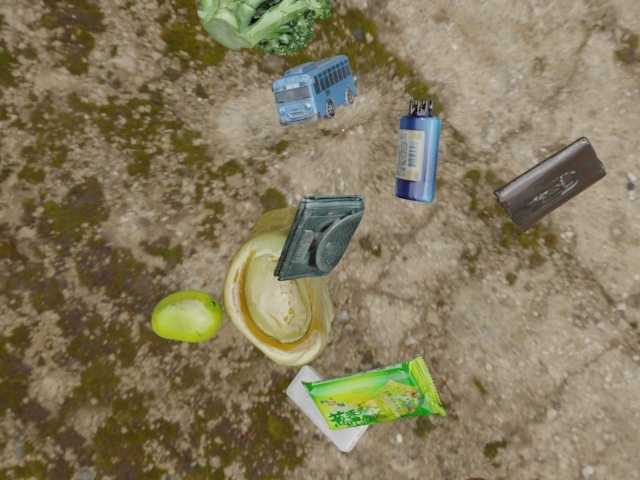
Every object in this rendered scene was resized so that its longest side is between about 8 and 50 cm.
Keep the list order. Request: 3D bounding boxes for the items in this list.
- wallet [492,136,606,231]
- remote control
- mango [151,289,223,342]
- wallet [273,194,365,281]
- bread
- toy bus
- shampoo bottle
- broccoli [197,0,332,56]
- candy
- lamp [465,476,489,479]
[{"bbox_3d":[0.512,-0.122,1.434,0.229,0.049,0.182,-36,138,18],"label":"wallet"},{"bbox_3d":[0.014,0.439,1.708,0.250,0.034,0.103,36,92,38],"label":"remote control"},{"bbox_3d":[-0.292,0.165,1.417,0.163,0.089,0.117,1,117,7],"label":"mango"},{"bbox_3d":[0.000,0.000,0.784,0.088,0.026,0.129,-4,135,-30],"label":"wallet"},{"bbox_3d":[-0.099,0.115,1.444,0.210,0.341,0.300,-15,110,9],"label":"bread"},{"bbox_3d":[-0.014,-0.359,1.549,0.116,0.234,0.134,-3,114,30],"label":"toy bus"},{"bbox_3d":[0.175,-0.164,1.168,0.050,0.087,0.183,-6,104,-37],"label":"shampoo bottle"},{"bbox_3d":[-0.114,-0.417,1.068,0.269,0.261,0.242,37,61,-32],"label":"broccoli"},{"bbox_3d":[0.070,0.211,0.876,0.178,0.032,0.102,-16,121,22],"label":"candy"},{"bbox_3d":[0.200,0.414,0.803,0.151,0.223,0.215,1,75,-16],"label":"lamp"}]
